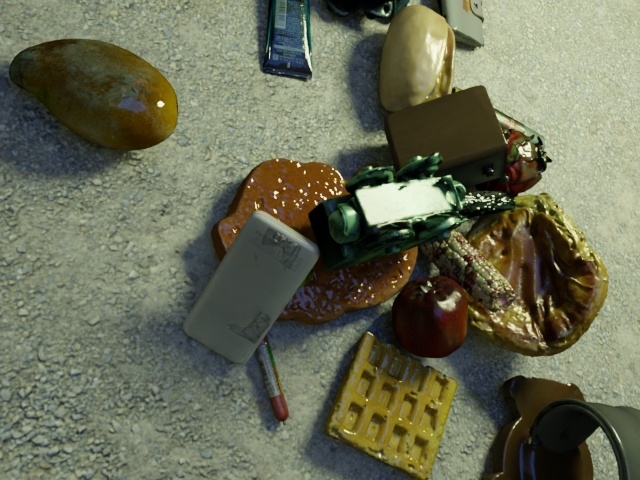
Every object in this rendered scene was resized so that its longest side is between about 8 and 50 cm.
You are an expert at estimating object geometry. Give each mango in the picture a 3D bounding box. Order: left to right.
[{"bbox_3d":[-0.420,-0.280,1.038,0.316,0.146,0.192,21,66,0],"label":"mango"}]

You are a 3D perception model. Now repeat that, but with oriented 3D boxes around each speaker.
[{"bbox_3d":[0.273,-0.206,1.223,0.231,0.153,0.192,-16,68,10],"label":"speaker"}]

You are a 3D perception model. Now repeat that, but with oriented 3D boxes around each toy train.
[{"bbox_3d":[0.130,-0.051,1.060,0.299,0.238,0.167,-13,80,-27],"label":"toy train"}]

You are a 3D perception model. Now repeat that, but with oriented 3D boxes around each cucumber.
[{"bbox_3d":[0.329,-0.089,1.228,0.211,0.078,0.062,-11,109,-19],"label":"cucumber"}]

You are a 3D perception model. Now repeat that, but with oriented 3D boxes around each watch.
[{"bbox_3d":[0.533,0.440,1.104,0.314,0.327,0.335,14,69,-18],"label":"watch"}]

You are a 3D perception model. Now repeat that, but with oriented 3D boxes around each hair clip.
[{"bbox_3d":[0.147,-0.669,1.366,0.206,0.194,0.310,30,67,1],"label":"hair clip"}]

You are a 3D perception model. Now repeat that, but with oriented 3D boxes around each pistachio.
[{"bbox_3d":[0.229,-0.426,1.331,0.187,0.187,0.299,13,76,-18],"label":"pistachio"}]

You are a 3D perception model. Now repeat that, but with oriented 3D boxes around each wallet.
[{"bbox_3d":[0.377,-0.641,1.501,0.170,0.069,0.231,7,75,-39],"label":"wallet"}]

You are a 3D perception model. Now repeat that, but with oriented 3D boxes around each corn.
[{"bbox_3d":[0.303,0.044,1.193,0.092,0.092,0.280,-17,44,-25],"label":"corn"}]

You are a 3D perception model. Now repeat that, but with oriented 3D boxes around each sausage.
[{"bbox_3d":[-0.100,0.248,1.069,0.029,0.029,0.223,-13,80,-25],"label":"sausage"}]

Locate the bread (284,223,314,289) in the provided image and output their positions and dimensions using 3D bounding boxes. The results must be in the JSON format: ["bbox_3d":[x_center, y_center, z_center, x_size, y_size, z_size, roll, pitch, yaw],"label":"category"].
[{"bbox_3d":[-0.076,0.033,1.047,0.130,0.071,0.139,-24,86,-30],"label":"bread"}]

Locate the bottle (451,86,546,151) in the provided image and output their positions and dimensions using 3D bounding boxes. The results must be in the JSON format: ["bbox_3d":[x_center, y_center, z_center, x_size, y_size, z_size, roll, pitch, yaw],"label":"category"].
[{"bbox_3d":[0.444,-0.295,1.418,0.286,0.082,0.082,24,67,-15],"label":"bottle"}]

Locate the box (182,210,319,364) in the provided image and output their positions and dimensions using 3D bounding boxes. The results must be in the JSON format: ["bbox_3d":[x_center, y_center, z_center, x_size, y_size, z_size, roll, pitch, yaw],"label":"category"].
[{"bbox_3d":[-0.129,0.092,0.998,0.142,0.044,0.285,32,109,-7],"label":"box"}]

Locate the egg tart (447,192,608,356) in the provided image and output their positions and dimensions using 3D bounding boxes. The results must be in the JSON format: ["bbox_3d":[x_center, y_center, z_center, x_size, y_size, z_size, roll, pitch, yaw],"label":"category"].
[{"bbox_3d":[0.455,0.090,1.251,0.339,0.153,0.351,-38,64,3],"label":"egg tart"}]

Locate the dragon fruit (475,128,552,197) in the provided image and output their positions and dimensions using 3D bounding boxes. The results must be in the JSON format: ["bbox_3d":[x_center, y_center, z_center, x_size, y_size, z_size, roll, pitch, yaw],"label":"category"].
[{"bbox_3d":[0.448,-0.187,1.338,0.182,0.189,0.182,-16,109,-55],"label":"dragon fruit"}]

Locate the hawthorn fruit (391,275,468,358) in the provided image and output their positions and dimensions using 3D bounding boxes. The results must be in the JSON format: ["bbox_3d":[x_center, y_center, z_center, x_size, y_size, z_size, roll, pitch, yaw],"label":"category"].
[{"bbox_3d":[0.235,0.171,1.156,0.169,0.169,0.188,-30,124,-26],"label":"hawthorn fruit"}]

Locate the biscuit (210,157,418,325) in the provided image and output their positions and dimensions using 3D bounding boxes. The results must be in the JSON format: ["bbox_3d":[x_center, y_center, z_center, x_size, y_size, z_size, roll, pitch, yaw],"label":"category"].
[{"bbox_3d":[0.000,0.000,1.158,0.455,0.078,0.349,1,72,-23],"label":"biscuit"}]

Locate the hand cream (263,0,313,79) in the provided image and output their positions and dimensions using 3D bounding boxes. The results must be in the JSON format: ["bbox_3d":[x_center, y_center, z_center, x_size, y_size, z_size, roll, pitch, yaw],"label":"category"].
[{"bbox_3d":[-0.072,-0.513,1.291,0.120,0.061,0.270,4,78,-19],"label":"hand cream"}]

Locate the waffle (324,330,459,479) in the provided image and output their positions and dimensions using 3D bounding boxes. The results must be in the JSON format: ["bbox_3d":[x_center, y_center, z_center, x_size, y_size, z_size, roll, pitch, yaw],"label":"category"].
[{"bbox_3d":[0.148,0.339,1.129,0.248,0.055,0.221,31,66,-12],"label":"waffle"}]
